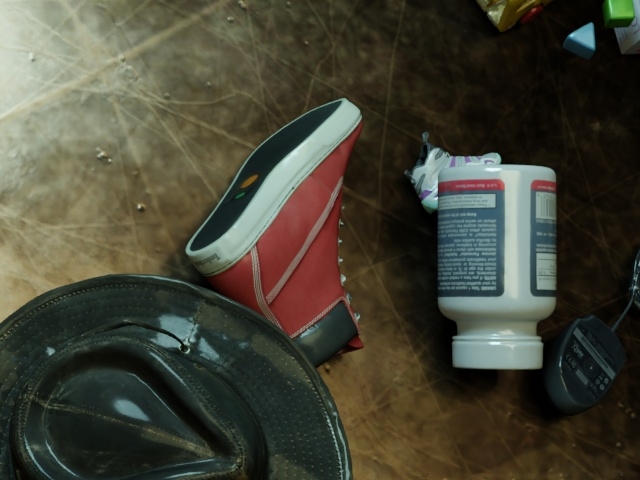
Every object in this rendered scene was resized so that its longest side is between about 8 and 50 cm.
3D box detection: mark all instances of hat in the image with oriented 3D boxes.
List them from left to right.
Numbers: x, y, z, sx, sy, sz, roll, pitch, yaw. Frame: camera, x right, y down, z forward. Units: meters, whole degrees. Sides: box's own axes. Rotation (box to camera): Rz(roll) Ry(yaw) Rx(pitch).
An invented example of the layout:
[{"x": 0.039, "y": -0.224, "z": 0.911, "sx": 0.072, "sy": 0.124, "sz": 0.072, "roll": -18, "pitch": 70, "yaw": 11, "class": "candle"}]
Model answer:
[{"x": -0.132, "y": 0.153, "z": 1.222, "sx": 0.331, "sy": 0.134, "sz": 0.331, "roll": 2, "pitch": 67, "yaw": -5, "class": "hat"}]

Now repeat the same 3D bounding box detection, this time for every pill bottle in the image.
[{"x": 0.158, "y": 0.025, "z": 1.449, "sx": 0.108, "sy": 0.108, "sz": 0.180, "roll": 2, "pitch": 87, "yaw": -24, "class": "pill bottle"}]

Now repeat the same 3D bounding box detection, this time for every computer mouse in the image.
[{"x": 0.274, "y": 0.079, "z": 1.540, "sx": 0.071, "sy": 0.041, "sz": 0.242, "roll": 51, "pitch": 52, "yaw": -10, "class": "computer mouse"}]

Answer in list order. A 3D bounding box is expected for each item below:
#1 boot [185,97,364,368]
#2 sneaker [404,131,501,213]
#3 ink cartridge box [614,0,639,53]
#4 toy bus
[{"x": 0.000, "y": 0.000, "z": 1.423, "sx": 0.176, "sy": 0.088, "sz": 0.244, "roll": 51, "pitch": 48, "yaw": -19, "class": "boot"}, {"x": 0.122, "y": -0.076, "z": 1.522, "sx": 0.098, "sy": 0.038, "sz": 0.069, "roll": -34, "pitch": 88, "yaw": -31, "class": "sneaker"}, {"x": 0.439, "y": -0.302, "z": 1.740, "sx": 0.311, "sy": 0.065, "sz": 0.185, "roll": -8, "pitch": 76, "yaw": -24, "class": "ink cartridge box"}, {"x": 0.232, "y": -0.299, "z": 1.592, "sx": 0.191, "sy": 0.104, "sz": 0.202, "roll": 10, "pitch": 76, "yaw": -1, "class": "toy bus"}]
